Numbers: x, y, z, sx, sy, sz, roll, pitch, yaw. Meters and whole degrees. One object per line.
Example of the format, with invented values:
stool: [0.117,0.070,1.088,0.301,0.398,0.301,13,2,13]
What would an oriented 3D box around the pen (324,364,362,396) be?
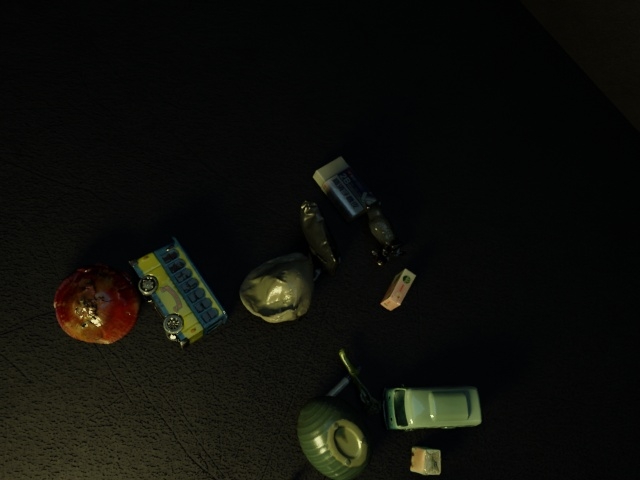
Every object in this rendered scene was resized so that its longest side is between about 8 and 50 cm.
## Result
pen: [0.052,0.451,1.465,0.204,0.025,0.025,-37,83,-25]

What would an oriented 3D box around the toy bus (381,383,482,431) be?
toy bus: [0.335,0.499,1.444,0.270,0.165,0.133,3,69,-14]

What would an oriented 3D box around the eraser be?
eraser: [0.085,-0.180,1.689,0.124,0.068,0.210,-33,80,-23]

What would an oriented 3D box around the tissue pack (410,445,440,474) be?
tissue pack: [0.310,0.649,1.419,0.058,0.094,0.074,11,69,-12]

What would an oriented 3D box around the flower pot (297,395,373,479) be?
flower pot: [0.042,0.550,1.347,0.189,0.157,0.243,-42,98,-27]

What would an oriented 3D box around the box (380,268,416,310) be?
box: [0.257,0.163,1.593,0.043,0.089,0.125,34,64,0]

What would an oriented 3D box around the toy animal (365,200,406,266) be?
toy animal: [0.209,-0.030,1.615,0.120,0.117,0.210,-22,96,-15]

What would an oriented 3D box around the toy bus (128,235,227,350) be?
toy bus: [-0.410,0.153,1.391,0.175,0.138,0.288,-32,81,-22]

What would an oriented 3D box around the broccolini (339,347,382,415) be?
broccolini: [0.113,0.427,1.450,0.216,0.067,0.058,61,25,-2]

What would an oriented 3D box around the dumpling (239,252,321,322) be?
dumpling: [-0.114,0.153,1.474,0.163,0.204,0.293,57,31,-28]

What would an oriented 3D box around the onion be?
onion: [-0.615,0.171,1.308,0.229,0.163,0.230,0,82,3]

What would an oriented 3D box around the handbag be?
handbag: [0.000,0.000,1.502,0.088,0.254,0.211,-26,79,-6]
